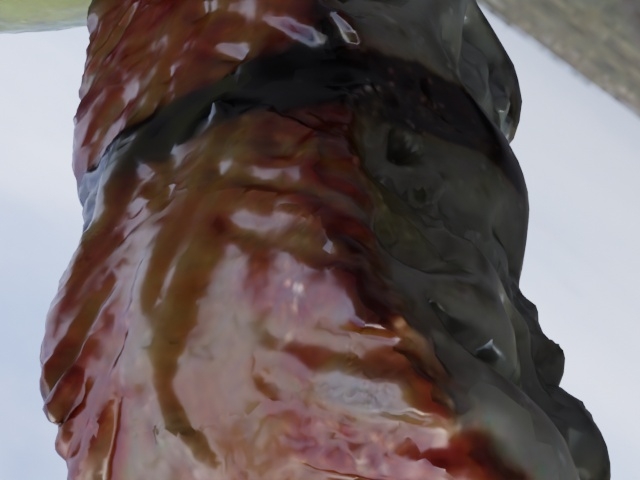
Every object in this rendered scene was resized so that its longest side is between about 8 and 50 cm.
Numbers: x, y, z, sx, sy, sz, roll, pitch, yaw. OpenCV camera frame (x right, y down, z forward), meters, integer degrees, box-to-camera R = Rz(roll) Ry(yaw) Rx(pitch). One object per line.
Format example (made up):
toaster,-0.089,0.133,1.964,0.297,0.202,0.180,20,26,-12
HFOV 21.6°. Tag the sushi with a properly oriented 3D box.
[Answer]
sushi,0.000,0.000,0.483,0.130,0.124,0.332,41,-152,-30

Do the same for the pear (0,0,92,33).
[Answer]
pear,-0.184,-0.280,0.823,0.413,0.352,0.352,18,-170,3
